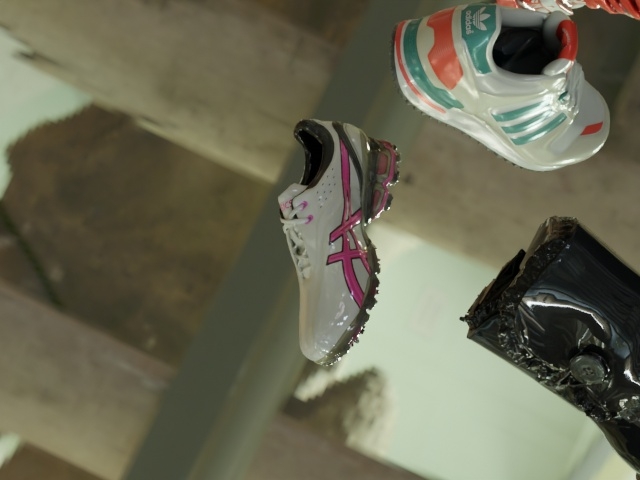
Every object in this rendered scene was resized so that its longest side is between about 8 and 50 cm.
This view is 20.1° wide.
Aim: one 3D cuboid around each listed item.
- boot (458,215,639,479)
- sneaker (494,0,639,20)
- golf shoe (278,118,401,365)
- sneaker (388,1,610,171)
[{"bbox_3d":[0.231,0.062,1.205,0.246,0.207,0.094,-39,-167,48],"label":"boot"},{"bbox_3d":[0.176,-0.155,1.061,0.270,0.145,0.090,-104,178,-62],"label":"sneaker"},{"bbox_3d":[0.000,0.000,1.292,0.067,0.086,0.186,-35,-140,53],"label":"golf shoe"},{"bbox_3d":[0.111,-0.080,0.918,0.075,0.161,0.057,-18,-117,42],"label":"sneaker"}]
